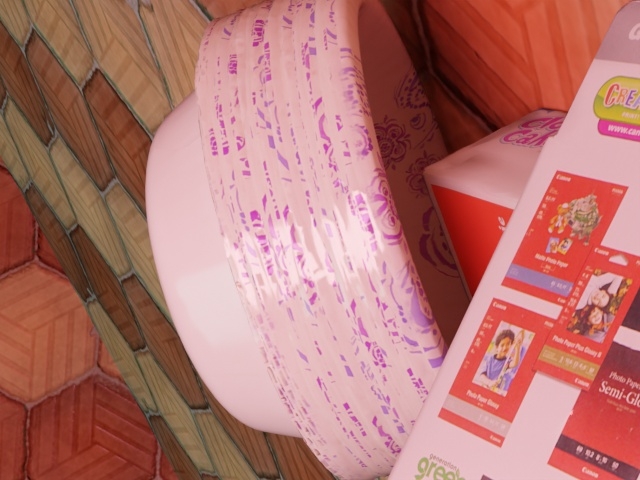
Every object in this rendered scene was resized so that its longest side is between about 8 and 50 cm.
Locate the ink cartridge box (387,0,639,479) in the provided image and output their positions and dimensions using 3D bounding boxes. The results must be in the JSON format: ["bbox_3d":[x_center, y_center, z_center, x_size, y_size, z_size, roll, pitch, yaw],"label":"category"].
[{"bbox_3d":[0.194,0.065,0.535,0.130,0.272,0.309,27,177,-34],"label":"ink cartridge box"}]

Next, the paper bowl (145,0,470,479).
[{"bbox_3d":[0.000,0.000,0.868,0.284,0.148,0.284,-17,-90,-75],"label":"paper bowl"}]

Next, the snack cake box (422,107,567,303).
[{"bbox_3d":[0.167,0.069,0.810,0.152,0.089,0.264,27,142,63],"label":"snack cake box"}]
